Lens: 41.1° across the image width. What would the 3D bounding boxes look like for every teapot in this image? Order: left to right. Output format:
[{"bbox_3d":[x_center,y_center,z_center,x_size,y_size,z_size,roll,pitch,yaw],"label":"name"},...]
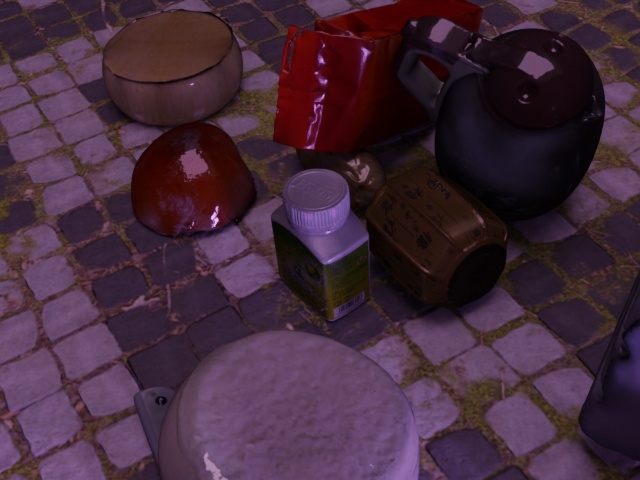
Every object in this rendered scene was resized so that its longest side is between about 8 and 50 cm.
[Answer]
[{"bbox_3d":[0.244,-0.194,1.187,0.315,0.312,0.233,27,80,11],"label":"teapot"}]

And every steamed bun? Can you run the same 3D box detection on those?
[{"bbox_3d":[-0.036,0.244,0.929,0.283,0.177,0.283,9,39,-8],"label":"steamed bun"}]

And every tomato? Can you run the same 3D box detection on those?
[{"bbox_3d":[-0.218,-0.114,1.361,0.199,0.112,0.228,-29,47,-19],"label":"tomato"}]

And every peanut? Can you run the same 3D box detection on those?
[{"bbox_3d":[0.029,-0.127,1.359,0.099,0.099,0.214,-22,43,-16],"label":"peanut"}]

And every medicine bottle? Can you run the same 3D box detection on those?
[{"bbox_3d":[0.000,0.000,1.167,0.088,0.188,0.132,-31,50,-23],"label":"medicine bottle"}]

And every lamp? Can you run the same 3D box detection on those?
[{"bbox_3d":[0.159,-0.004,1.183,0.161,0.161,0.185,-28,47,-21],"label":"lamp"}]

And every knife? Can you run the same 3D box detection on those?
[{"bbox_3d":[-0.154,0.277,1.017,0.073,0.041,0.265,-15,45,-25],"label":"knife"}]

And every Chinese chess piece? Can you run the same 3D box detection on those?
[{"bbox_3d":[-0.271,-0.321,1.571,0.257,0.104,0.257,-3,45,3],"label":"Chinese chess piece"}]

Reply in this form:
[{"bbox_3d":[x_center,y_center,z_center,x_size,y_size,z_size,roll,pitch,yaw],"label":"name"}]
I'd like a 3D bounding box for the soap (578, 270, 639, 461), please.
[{"bbox_3d":[0.476,0.055,0.978,0.213,0.350,0.435,26,54,18],"label":"soap"}]

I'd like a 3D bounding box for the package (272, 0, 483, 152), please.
[{"bbox_3d":[0.106,-0.270,1.350,0.123,0.196,0.423,29,35,31],"label":"package"}]
